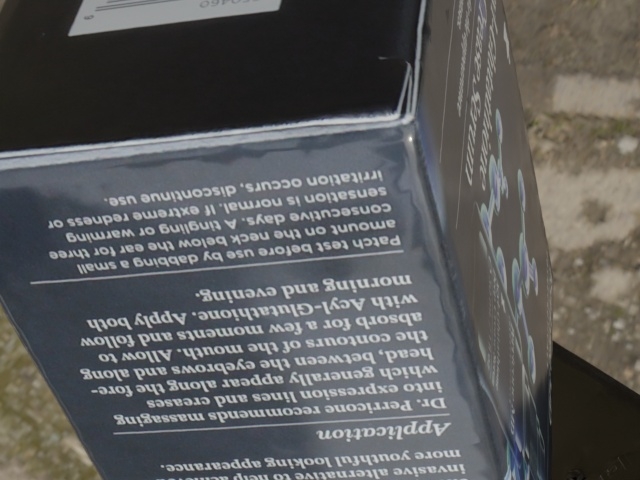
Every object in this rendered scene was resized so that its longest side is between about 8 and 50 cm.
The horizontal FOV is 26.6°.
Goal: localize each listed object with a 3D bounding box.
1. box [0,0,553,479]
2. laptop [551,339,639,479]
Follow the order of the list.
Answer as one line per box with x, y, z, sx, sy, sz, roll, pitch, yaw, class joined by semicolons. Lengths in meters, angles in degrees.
0.000;0.000;0.742;0.212;0.293;0.395;-5;134;15;box
0.092;0.269;1.136;0.236;0.382;0.408;44;171;22;laptop
